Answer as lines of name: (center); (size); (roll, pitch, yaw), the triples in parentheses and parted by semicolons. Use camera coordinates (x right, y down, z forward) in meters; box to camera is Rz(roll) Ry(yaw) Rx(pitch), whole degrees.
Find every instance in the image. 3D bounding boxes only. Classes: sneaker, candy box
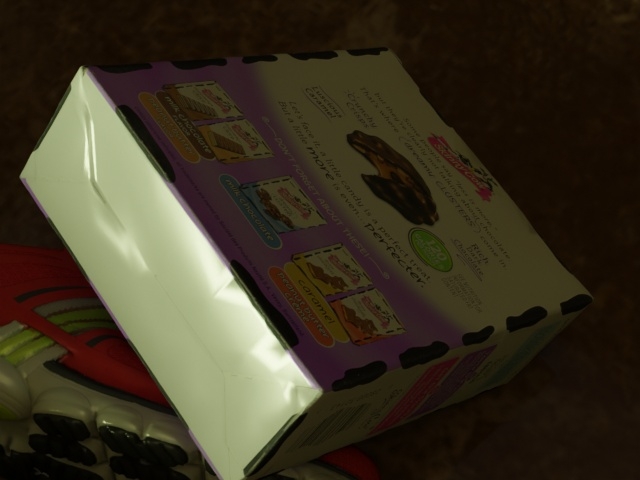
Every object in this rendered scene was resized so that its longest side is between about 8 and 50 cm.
sneaker: (-0.095, 0.050, 0.628); (0.279, 0.107, 0.118); (22, 55, 6)
candy box: (0.000, 0.000, 0.611); (0.196, 0.070, 0.165); (-11, 58, -49)
